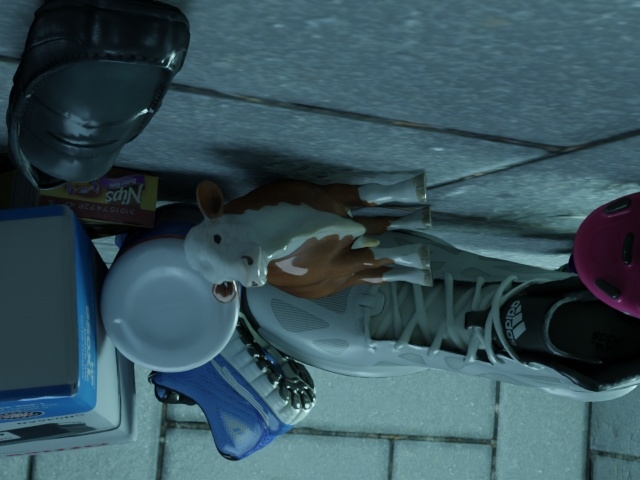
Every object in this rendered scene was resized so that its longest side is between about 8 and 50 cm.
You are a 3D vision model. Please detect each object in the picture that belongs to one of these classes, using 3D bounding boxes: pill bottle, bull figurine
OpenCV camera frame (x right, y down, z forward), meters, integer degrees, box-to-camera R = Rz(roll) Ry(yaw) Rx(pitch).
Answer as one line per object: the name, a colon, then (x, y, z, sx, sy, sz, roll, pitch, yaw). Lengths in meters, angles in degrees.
pill bottle: (-0.135, 0.033, 1.114, 0.124, 0.124, 0.221, 5, -167, -3)
bull figurine: (0.000, 0.000, 1.000, 0.188, 0.101, 0.310, -3, 177, 7)

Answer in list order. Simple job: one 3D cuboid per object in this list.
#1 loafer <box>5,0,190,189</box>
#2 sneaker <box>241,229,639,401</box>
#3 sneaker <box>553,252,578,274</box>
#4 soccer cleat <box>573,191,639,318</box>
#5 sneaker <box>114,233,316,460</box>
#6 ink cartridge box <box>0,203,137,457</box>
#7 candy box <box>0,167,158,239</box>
loafer: (-0.116, -0.069, 0.585, 0.076, 0.078, 0.223, 6, 173, -22)
sneaker: (0.142, 0.056, 1.150, 0.447, 0.169, 0.257, 9, 169, -1)
sneaker: (0.300, 0.038, 1.349, 0.098, 0.083, 0.223, 28, 157, -25)
soccer cleat: (0.363, 0.020, 0.883, 0.331, 0.116, 0.143, -1, 172, 34)
sneaker: (-0.151, 0.104, 1.297, 0.330, 0.147, 0.129, 52, -164, 31)
ink cartridge box: (-0.336, 0.109, 1.096, 0.285, 0.166, 0.395, -6, 165, -3)
candy box: (-0.235, -0.035, 1.077, 0.109, 0.053, 0.186, 8, 173, -31)
